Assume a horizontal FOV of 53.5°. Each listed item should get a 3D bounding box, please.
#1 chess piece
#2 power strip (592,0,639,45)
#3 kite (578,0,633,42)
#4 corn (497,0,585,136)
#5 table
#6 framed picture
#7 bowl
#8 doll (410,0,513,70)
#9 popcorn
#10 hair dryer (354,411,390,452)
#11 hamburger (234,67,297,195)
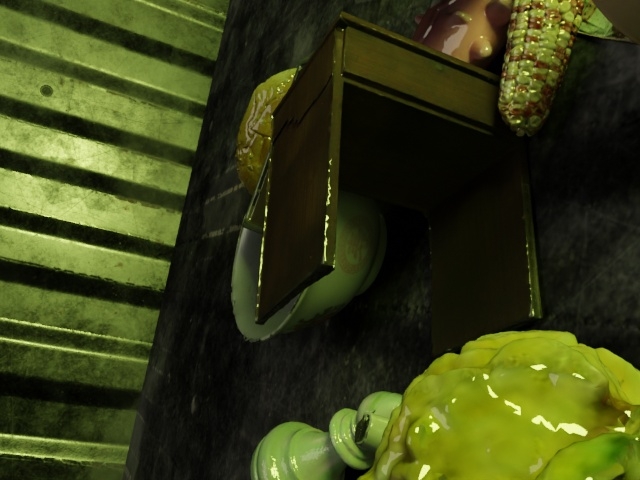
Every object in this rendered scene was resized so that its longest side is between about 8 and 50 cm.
[{"bbox_3d":[0.034,0.263,0.825,0.271,0.139,0.139,-43,37,34],"label":"chess piece"},{"bbox_3d":[0.275,-0.226,0.489,0.078,0.154,0.154,139,140,-58],"label":"power strip"},{"bbox_3d":[0.310,-0.289,0.624,0.229,0.012,0.250,-35,44,56],"label":"kite"},{"bbox_3d":[0.231,-0.229,0.663,0.079,0.079,0.237,14,90,68],"label":"corn"},{"bbox_3d":[0.082,-0.044,0.702,0.196,0.250,0.282,-40,41,54],"label":"table"},{"bbox_3d":[-0.035,-0.143,0.942,0.213,0.016,0.289,17,88,66],"label":"framed picture"},{"bbox_3d":[0.000,0.000,0.977,0.345,0.157,0.346,-43,39,47],"label":"bowl"},{"bbox_3d":[0.183,-0.275,0.797,0.262,0.093,0.211,-55,23,19],"label":"doll"},{"bbox_3d":[0.157,0.193,0.428,0.258,0.224,0.270,39,105,48],"label":"popcorn"},{"bbox_3d":[0.098,0.173,0.637,0.067,0.167,0.199,-61,26,18],"label":"hair dryer"},{"bbox_3d":[-0.040,-0.184,1.129,0.132,0.211,0.309,-115,43,-64],"label":"hamburger"}]
